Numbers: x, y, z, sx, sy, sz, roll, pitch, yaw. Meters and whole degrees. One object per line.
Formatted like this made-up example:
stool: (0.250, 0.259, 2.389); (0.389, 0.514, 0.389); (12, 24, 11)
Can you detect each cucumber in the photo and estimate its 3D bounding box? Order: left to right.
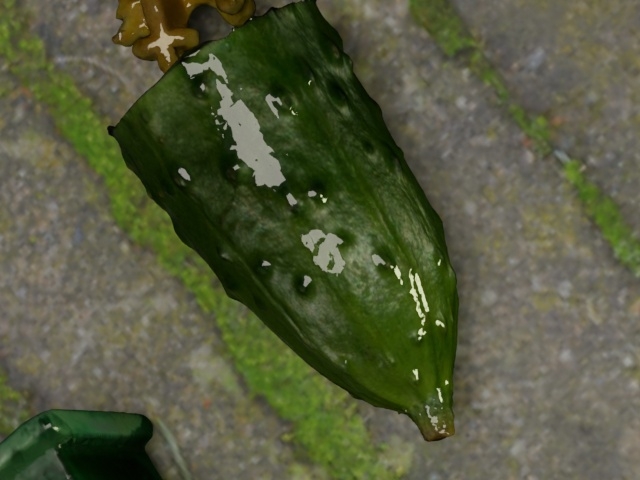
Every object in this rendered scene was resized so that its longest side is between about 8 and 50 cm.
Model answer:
cucumber: (0.002, -0.001, 1.039); (0.134, 0.134, 0.244); (-32, 85, 12)

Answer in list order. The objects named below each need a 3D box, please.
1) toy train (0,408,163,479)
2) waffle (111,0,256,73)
toy train: (-0.161, 0.232, 1.060); (0.266, 0.145, 0.202); (-38, 73, 11)
waffle: (-0.128, -0.245, 1.100); (0.293, 0.069, 0.259); (26, 94, 16)
